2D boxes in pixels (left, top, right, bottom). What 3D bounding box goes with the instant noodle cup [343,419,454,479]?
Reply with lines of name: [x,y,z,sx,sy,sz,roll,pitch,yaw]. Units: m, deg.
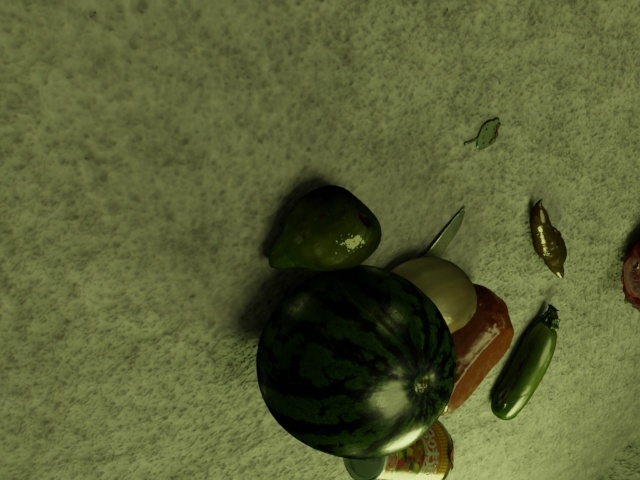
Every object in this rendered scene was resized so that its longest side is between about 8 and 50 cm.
instant noodle cup: [0.150,0.429,1.601,0.185,0.168,0.168,13,111,-42]

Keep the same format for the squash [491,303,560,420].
squash: [0.497,0.299,1.896,0.087,0.087,0.331,-3,121,-45]

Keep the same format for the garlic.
garlic: [0.159,0.121,1.356,0.245,0.145,0.164,-26,155,-12]

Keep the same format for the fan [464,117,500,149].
fan: [0.267,-0.172,1.314,0.083,0.004,0.056,-23,136,-30]

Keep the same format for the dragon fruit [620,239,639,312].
dragon fruit: [0.909,0.071,1.996,0.291,0.250,0.269,-11,111,-33]

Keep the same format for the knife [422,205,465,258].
knife: [0.172,0.063,1.409,0.298,0.017,0.047,-52,134,4]

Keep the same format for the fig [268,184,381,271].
fig: [0.000,0.000,1.098,0.156,0.123,0.123,-42,144,10]

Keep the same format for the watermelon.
watermelon: [0.054,0.176,1.165,0.285,0.285,0.285,-27,138,-28]

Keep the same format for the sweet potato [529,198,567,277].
sweet potato: [0.466,0.002,1.624,0.067,0.067,0.274,-45,141,-6]

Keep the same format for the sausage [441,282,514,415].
sausage: [0.254,0.208,1.515,0.268,0.141,0.153,-54,143,2]
